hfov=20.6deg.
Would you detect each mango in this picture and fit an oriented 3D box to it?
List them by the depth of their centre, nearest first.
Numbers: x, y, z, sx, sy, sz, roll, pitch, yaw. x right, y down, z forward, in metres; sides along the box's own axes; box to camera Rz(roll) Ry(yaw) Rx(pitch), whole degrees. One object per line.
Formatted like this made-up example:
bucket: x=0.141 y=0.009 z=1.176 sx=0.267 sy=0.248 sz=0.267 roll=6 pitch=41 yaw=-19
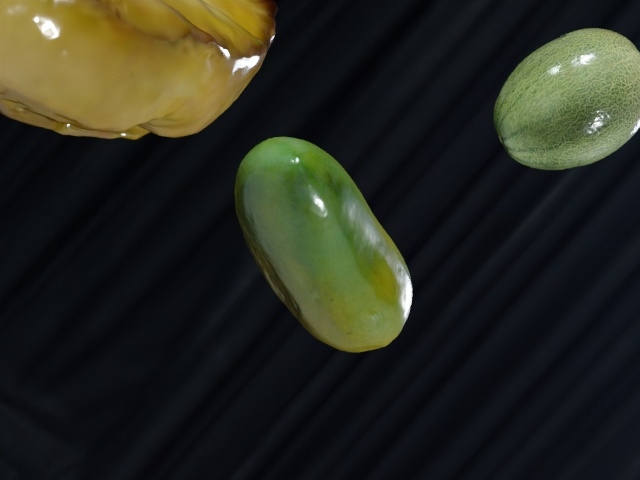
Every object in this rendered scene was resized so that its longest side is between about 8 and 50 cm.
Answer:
mango: x=-0.004 y=-0.002 z=1.310 sx=0.137 sy=0.091 sz=0.237 roll=34 pitch=-21 yaw=41

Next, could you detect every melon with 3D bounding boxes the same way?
melon: x=0.275 y=-0.151 z=1.866 sx=0.139 sy=0.192 sz=0.139 roll=61 pitch=0 yaw=1

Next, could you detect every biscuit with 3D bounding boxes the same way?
biscuit: x=-0.159 y=-0.152 z=0.831 sx=0.296 sy=0.102 sz=0.296 roll=36 pitch=17 yaw=-13
